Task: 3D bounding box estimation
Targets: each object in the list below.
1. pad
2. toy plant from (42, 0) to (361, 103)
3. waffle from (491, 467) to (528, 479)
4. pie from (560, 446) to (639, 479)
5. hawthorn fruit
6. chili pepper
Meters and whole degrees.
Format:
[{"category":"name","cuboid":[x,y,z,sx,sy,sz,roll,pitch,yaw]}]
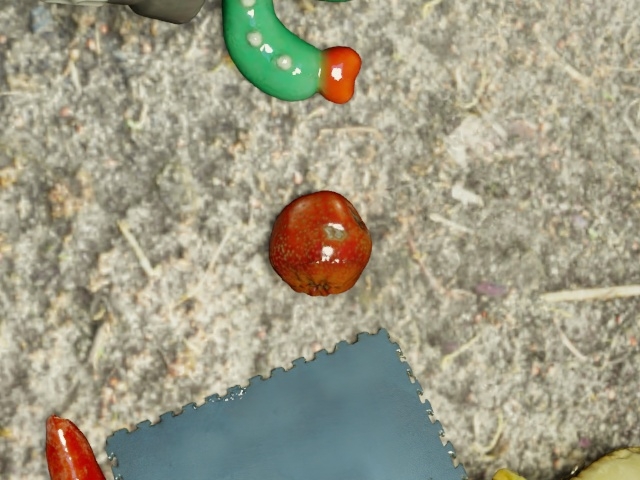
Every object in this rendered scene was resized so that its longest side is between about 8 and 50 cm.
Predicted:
[{"category":"pad","cuboid":[-0.012,0.219,0.713,0.270,0.012,0.268,-19,57,-8]},{"category":"toy plant","cuboid":[-0.081,-0.242,0.670,0.401,0.185,0.279,-4,102,-26]},{"category":"waffle","cuboid":[0.129,0.292,0.762,0.046,0.160,0.192,24,64,25]},{"category":"pie","cuboid":[0.270,0.330,0.785,0.315,0.092,0.315,-9,109,-26]},{"category":"hawthorn fruit","cuboid":[0.000,0.000,0.755,0.093,0.093,0.093,-1,94,-11]},{"category":"chili pepper","cuboid":[-0.178,0.267,0.739,0.064,0.071,0.272,-11,94,-15]}]
